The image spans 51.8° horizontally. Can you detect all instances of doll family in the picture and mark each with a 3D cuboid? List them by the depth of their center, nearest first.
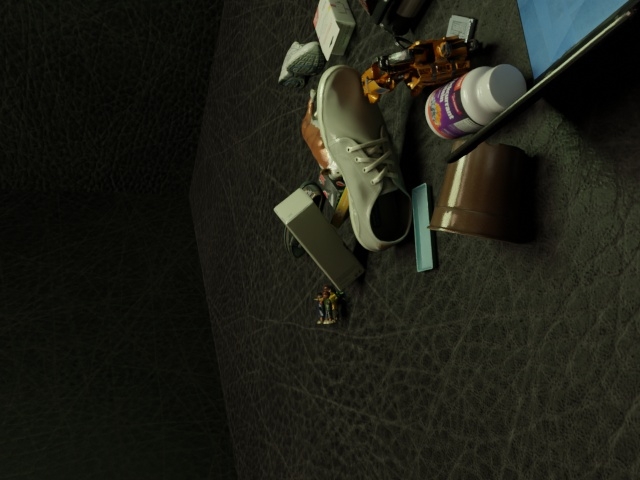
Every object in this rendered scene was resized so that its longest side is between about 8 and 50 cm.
[{"bbox_3d":[0.022,0.185,1.934,0.193,0.076,0.111,158,106,-70],"label":"doll family"}]

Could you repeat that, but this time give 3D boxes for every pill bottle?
[{"bbox_3d":[0.286,-0.257,1.219,0.193,0.108,0.108,169,101,-68],"label":"pill bottle"}]

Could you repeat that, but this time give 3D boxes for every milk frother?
[{"bbox_3d":[0.203,-0.511,1.485,0.143,0.129,0.134,41,146,4],"label":"milk frother"}]

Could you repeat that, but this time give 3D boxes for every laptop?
[{"bbox_3d":[0.337,-0.366,0.941,0.236,0.408,0.382,53,152,3],"label":"laptop"}]

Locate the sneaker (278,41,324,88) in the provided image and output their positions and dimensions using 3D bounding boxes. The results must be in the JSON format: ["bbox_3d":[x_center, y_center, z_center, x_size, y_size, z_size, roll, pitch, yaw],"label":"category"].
[{"bbox_3d":[-0.068,-0.594,2.147,0.297,0.111,0.129,170,106,-67],"label":"sneaker"}]

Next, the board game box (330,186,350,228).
[{"bbox_3d":[0.100,-0.155,1.699,0.124,0.039,0.259,-50,-15,-44],"label":"board game box"}]

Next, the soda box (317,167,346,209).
[{"bbox_3d":[0.044,-0.153,1.912,0.169,0.053,0.060,-119,36,-52],"label":"soda box"}]

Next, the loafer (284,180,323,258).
[{"bbox_3d":[-0.051,-0.054,2.107,0.084,0.096,0.267,47,131,52],"label":"loafer"}]

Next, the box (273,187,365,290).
[{"bbox_3d":[0.000,0.000,1.748,0.275,0.094,0.113,52,178,-33],"label":"box"}]

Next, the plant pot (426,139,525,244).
[{"bbox_3d":[0.285,-0.087,1.168,0.167,0.167,0.165,-162,82,-68],"label":"plant pot"}]

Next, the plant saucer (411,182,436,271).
[{"bbox_3d":[0.233,-0.028,1.476,0.067,0.018,0.192,156,112,-67],"label":"plant saucer"}]

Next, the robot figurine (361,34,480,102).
[{"bbox_3d":[0.198,-0.346,1.344,0.291,0.211,0.085,-166,64,-75],"label":"robot figurine"}]

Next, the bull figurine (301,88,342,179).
[{"bbox_3d":[0.018,-0.311,1.923,0.310,0.101,0.188,-124,44,-52],"label":"bull figurine"}]

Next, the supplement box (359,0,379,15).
[{"bbox_3d":[0.100,-0.614,1.540,0.130,0.073,0.239,53,-168,-3],"label":"supplement box"}]

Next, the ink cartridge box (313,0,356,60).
[{"bbox_3d":[0.042,-0.619,1.910,0.115,0.067,0.198,115,149,-48],"label":"ink cartridge box"}]

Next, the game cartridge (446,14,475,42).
[{"bbox_3d":[0.287,-0.430,1.351,0.083,0.017,0.056,-129,47,-58],"label":"game cartridge"}]

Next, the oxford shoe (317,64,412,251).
[{"bbox_3d":[0.113,-0.182,1.509,0.130,0.169,0.449,16,125,64],"label":"oxford shoe"}]
